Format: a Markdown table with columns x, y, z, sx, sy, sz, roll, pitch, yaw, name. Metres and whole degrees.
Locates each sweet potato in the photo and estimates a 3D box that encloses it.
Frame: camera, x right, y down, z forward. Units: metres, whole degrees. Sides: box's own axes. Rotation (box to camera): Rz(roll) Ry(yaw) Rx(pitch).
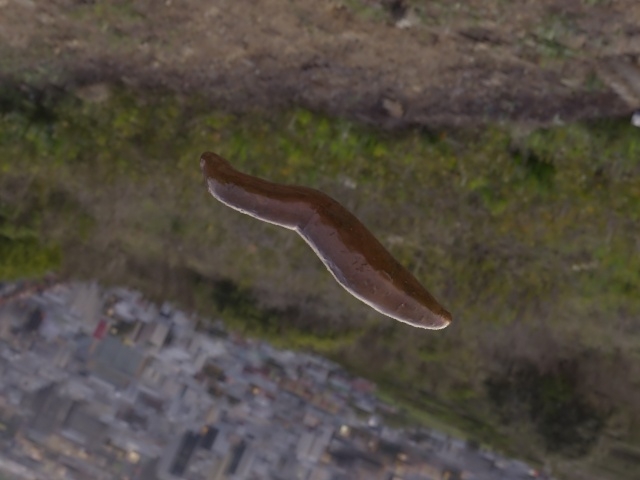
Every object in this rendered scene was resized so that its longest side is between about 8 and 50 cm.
| x | y | z | sx | sy | sz | roll | pitch | yaw | name |
| --- | --- | --- | --- | --- | --- | --- | --- | --- | --- |
| 0.003 | -0.004 | 0.743 | 0.179 | 0.044 | 0.044 | 35 | 160 | 4 | sweet potato |
